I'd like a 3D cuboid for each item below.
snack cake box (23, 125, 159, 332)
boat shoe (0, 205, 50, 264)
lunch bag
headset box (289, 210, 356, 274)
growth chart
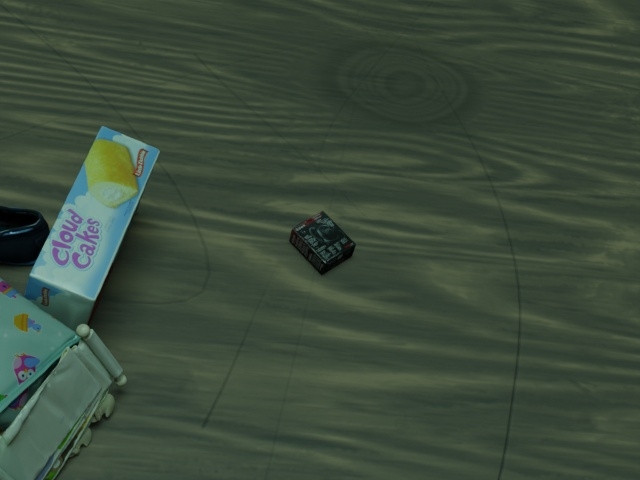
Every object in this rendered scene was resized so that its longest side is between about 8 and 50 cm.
[{"bbox_3d":[-0.307,0.000,1.524,0.089,0.152,0.264,23,51,-9],"label":"snack cake box"},{"bbox_3d":[-0.494,-0.031,1.547,0.258,0.089,0.109,-1,54,-14],"label":"boat shoe"},{"bbox_3d":[-0.447,0.169,1.368,0.223,0.160,0.262,34,48,12],"label":"lunch bag"},{"bbox_3d":[0.000,0.000,1.677,0.062,0.032,0.083,-32,66,-31],"label":"headset box"},{"bbox_3d":[-0.316,0.215,1.362,0.021,0.172,0.237,21,56,23],"label":"growth chart"}]
